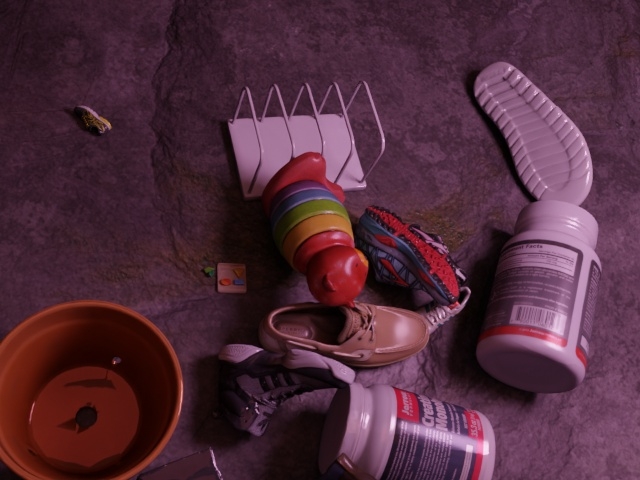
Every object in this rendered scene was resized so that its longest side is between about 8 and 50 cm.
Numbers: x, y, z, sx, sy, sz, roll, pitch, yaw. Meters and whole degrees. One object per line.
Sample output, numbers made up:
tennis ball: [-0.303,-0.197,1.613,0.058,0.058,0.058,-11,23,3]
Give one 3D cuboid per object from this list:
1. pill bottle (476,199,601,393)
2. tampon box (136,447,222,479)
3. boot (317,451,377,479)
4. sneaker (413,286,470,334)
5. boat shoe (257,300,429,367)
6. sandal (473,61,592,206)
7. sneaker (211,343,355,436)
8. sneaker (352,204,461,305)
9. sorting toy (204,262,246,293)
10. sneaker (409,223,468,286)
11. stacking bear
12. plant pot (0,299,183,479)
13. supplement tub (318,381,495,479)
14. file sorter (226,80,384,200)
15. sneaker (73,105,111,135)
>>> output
pill bottle: [0.459,0.110,1.500,0.210,0.210,0.363,25,60,-4]
tampon box: [-0.225,0.411,1.170,0.120,0.161,0.101,-16,73,-23]
boot: [0.024,0.428,1.211,0.106,0.219,0.082,48,40,7]
sneaker: [0.244,0.142,1.494,0.161,0.075,0.057,-30,77,-27]
boat shoe: [0.056,0.175,1.390,0.341,0.110,0.121,-1,68,-13]
sandal: [0.524,-0.259,1.755,0.102,0.169,0.416,7,54,-60]
sneaker: [-0.071,0.271,1.281,0.269,0.101,0.153,2,70,27]
sneaker: [0.172,0.049,1.497,0.262,0.125,0.104,45,34,17]
sorting toy: [-0.187,0.073,1.432,0.083,0.012,0.062,3,65,-16]
sneaker: [0.247,0.025,1.556,0.178,0.072,0.077,39,59,3]
stacking bear: [0.000,0.000,1.391,0.164,0.175,0.289,-29,49,5]
plant pot: [-0.378,0.264,1.171,0.291,0.203,0.291,7,64,-14]
supplement tub: [0.151,0.365,1.292,0.272,0.191,0.191,18,61,-9]
file sorter: [-0.033,-0.218,1.529,0.278,0.173,0.192,-7,67,-19]
sneaker: [-0.470,-0.245,1.488,0.083,0.031,0.035,30,61,-2]
